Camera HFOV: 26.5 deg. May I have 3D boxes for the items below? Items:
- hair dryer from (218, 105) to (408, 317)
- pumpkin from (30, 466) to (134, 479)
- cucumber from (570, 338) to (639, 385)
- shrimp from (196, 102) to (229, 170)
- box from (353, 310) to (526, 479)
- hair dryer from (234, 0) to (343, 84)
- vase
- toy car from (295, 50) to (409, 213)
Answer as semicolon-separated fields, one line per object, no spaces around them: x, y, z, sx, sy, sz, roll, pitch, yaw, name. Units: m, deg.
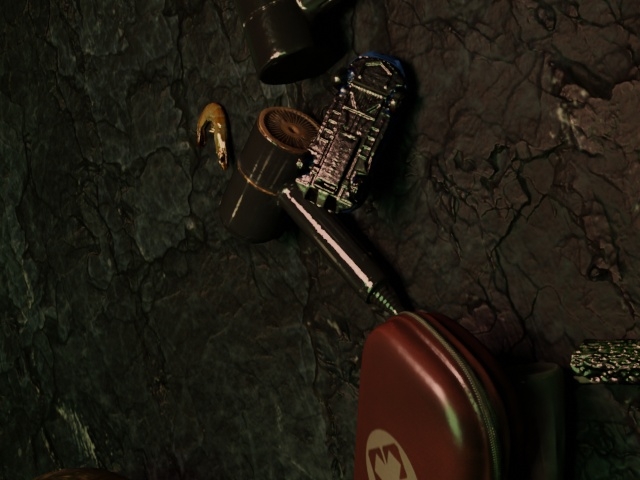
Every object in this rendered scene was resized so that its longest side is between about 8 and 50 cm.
0.000;0.000;1.850;0.352;0.107;0.189;50;133;26;hair dryer
-0.347;0.576;2.144;0.454;0.344;0.454;14;114;34;pumpkin
0.354;0.133;1.467;0.187;0.058;0.058;-9;88;51;cucumber
-0.163;-0.151;2.073;0.083;0.023;0.114;-32;65;50;shrimp
0.134;0.280;1.639;0.263;0.108;0.404;45;142;47;box
0.001;-0.379;1.800;0.302;0.116;0.244;-28;74;37;hair dryer
0.255;0.255;1.587;0.086;0.086;0.214;-4;96;50;vase
0.047;-0.139;1.762;0.103;0.063;0.216;25;92;21;toy car
